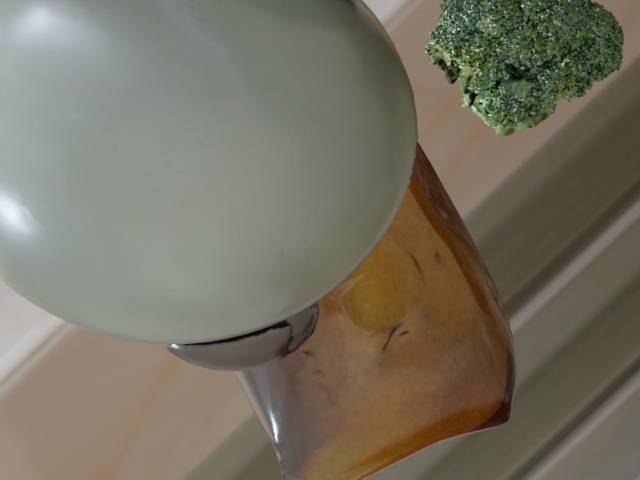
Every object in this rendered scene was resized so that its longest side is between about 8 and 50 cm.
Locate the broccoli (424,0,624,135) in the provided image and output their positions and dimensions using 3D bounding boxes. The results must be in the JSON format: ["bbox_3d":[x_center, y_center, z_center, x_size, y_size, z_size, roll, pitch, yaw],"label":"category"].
[{"bbox_3d":[0.191,-0.178,1.629,0.195,0.195,0.156,-131,36,-60],"label":"broccoli"}]

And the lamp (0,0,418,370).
[{"bbox_3d":[-0.043,-0.078,0.647,0.198,0.244,0.197,33,-167,-8],"label":"lamp"}]

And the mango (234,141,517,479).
[{"bbox_3d":[0.000,0.000,1.005,0.287,0.153,0.201,60,-170,5],"label":"mango"}]
